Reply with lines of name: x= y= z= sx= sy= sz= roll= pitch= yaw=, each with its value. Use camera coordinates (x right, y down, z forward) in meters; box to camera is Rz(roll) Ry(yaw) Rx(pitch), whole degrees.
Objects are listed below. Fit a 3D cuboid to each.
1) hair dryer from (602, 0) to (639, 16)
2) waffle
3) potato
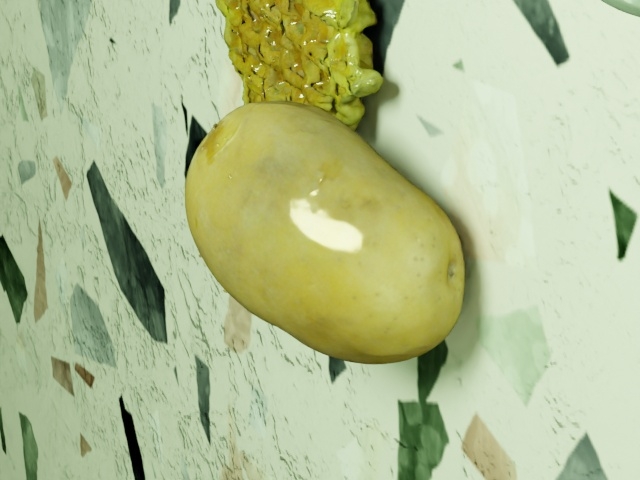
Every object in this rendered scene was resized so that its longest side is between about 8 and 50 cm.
hair dryer: x=0.237 y=-0.090 z=0.773 sx=0.357 sy=0.107 sz=0.173 roll=60 pitch=153 yaw=23
waffle: x=-0.024 y=-0.175 z=1.340 sx=0.254 sy=0.052 sz=0.245 roll=-45 pitch=62 yaw=63
potato: x=0.000 y=0.000 z=1.237 sx=0.234 sy=0.146 sz=0.150 roll=41 pitch=180 yaw=33
